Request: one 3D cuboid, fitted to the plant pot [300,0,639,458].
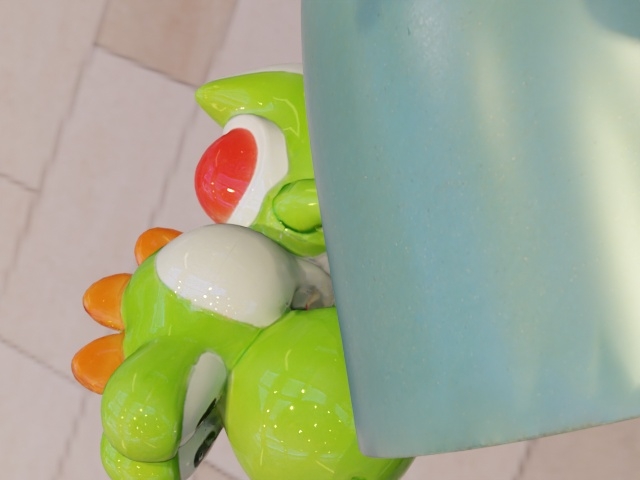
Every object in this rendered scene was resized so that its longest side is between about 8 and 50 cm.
[{"bbox_3d":[0.123,-0.074,0.693,0.293,0.293,0.235,-17,88,33],"label":"plant pot"}]

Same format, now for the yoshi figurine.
[{"bbox_3d":[0.022,0.018,1.098,0.203,0.203,0.362,-3,41,42],"label":"yoshi figurine"}]
